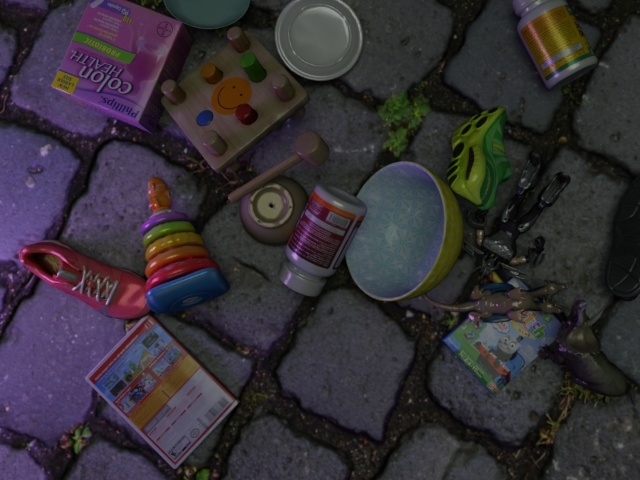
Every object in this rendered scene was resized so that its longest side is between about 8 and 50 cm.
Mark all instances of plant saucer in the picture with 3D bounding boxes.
[{"bbox_3d":[-0.257,-0.541,1.635,0.195,0.037,0.194,4,65,-8],"label":"plant saucer"}]

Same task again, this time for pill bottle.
[{"bbox_3d":[0.499,-0.444,1.570,0.118,0.117,0.208,-26,84,1],"label":"pill bottle"},{"bbox_3d":[0.000,0.000,1.537,0.121,0.121,0.221,29,106,5],"label":"pill bottle"}]

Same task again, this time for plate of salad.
[{"bbox_3d":[-0.004,-0.455,1.631,0.200,0.048,0.199,0,89,-7],"label":"plate of salad"}]

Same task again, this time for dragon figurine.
[{"bbox_3d":[0.367,0.131,1.510,0.289,0.144,0.085,-7,85,22],"label":"dragon figurine"}]

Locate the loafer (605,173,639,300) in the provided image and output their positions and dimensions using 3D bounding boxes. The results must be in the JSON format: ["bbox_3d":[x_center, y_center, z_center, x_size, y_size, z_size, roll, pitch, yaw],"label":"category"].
[{"bbox_3d":[0.687,-0.014,1.555,0.109,0.095,0.302,17,81,34],"label":"loafer"}]

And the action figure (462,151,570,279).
[{"bbox_3d":[0.414,-0.039,1.551,0.185,0.099,0.285,32,86,9],"label":"action figure"}]

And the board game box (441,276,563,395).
[{"bbox_3d":[0.395,0.203,1.565,0.211,0.039,0.160,-42,84,-2],"label":"board game box"}]

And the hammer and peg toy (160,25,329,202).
[{"bbox_3d":[-0.163,-0.262,1.527,0.266,0.127,0.361,-38,62,0],"label":"hammer and peg toy"}]

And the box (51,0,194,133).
[{"bbox_3d":[-0.435,-0.396,1.613,0.214,0.117,0.242,23,88,4],"label":"box"}]

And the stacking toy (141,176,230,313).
[{"bbox_3d":[-0.325,-0.005,1.574,0.166,0.175,0.301,-20,74,-2],"label":"stacking toy"}]

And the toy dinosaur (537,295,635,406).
[{"bbox_3d":[0.548,0.257,1.476,0.121,0.160,0.313,-36,103,-2],"label":"toy dinosaur"}]

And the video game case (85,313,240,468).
[{"bbox_3d":[-0.348,0.329,1.600,0.285,0.025,0.204,44,89,5],"label":"video game case"}]

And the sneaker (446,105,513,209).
[{"bbox_3d":[0.340,-0.173,1.527,0.123,0.110,0.295,49,45,-25],"label":"sneaker"}]

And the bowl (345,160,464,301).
[{"bbox_3d":[0.201,-0.007,1.517,0.156,0.290,0.289,14,85,-39],"label":"bowl"}]

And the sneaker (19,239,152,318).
[{"bbox_3d":[-0.512,0.091,1.570,0.314,0.136,0.115,22,88,5],"label":"sneaker"}]

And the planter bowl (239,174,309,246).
[{"bbox_3d":[-0.103,-0.071,1.576,0.162,0.109,0.161,0,85,3],"label":"planter bowl"}]
